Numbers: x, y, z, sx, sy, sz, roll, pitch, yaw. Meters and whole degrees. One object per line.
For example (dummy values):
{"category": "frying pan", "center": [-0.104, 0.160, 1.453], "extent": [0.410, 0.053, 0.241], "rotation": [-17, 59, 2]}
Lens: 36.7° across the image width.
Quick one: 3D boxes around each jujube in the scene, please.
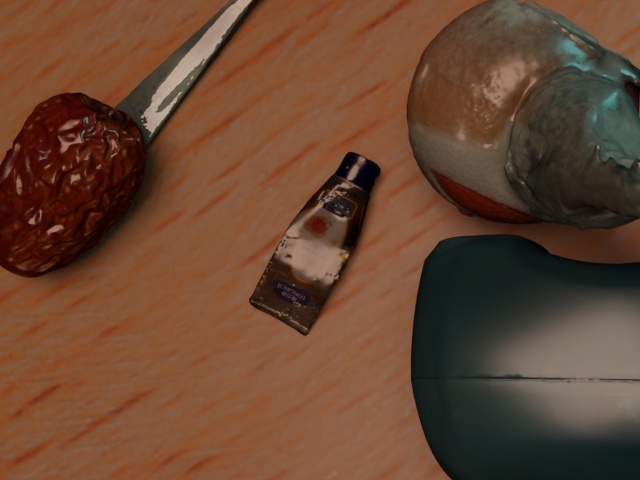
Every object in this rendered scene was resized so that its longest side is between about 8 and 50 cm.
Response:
{"category": "jujube", "center": [-0.232, -0.047, 0.866], "extent": [0.112, 0.109, 0.176], "rotation": [41, 108, 11]}

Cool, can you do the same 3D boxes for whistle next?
{"category": "whistle", "center": [0.172, -0.066, 0.703], "extent": [0.189, 0.348, 0.189], "rotation": [-8, 117, -15]}

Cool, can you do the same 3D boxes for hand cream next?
{"category": "hand cream", "center": [0.000, 0.000, 0.847], "extent": [0.062, 0.039, 0.163], "rotation": [28, 91, -1]}

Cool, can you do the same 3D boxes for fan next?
{"category": "fan", "center": [-0.105, -0.179, 0.906], "extent": [0.282, 0.023, 0.057], "rotation": [-45, 74, 5]}

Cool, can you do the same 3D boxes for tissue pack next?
{"category": "tissue pack", "center": [0.211, 0.102, 0.699], "extent": [0.288, 0.198, 0.206], "rotation": [-2, 80, 10]}
